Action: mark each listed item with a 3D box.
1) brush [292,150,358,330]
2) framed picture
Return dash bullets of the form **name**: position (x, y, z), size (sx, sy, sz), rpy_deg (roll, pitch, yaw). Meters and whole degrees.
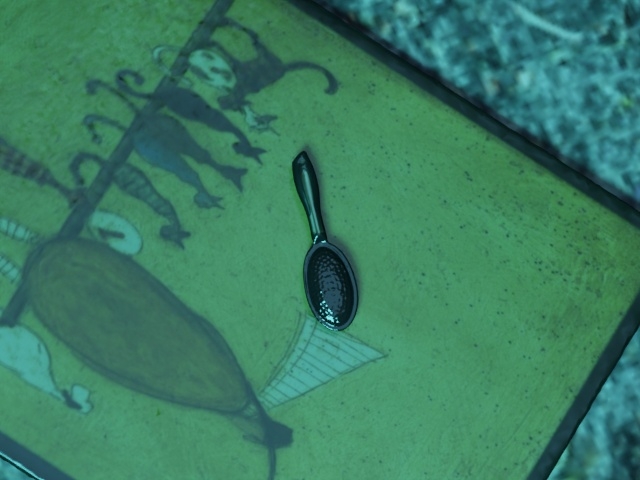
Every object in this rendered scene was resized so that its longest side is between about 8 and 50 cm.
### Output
- **brush**: position (0.000, 0.000, 0.832), size (0.024, 0.008, 0.083), rpy_deg (-11, 80, -5)
- **framed picture**: position (-0.038, 0.014, 0.836), size (0.338, 0.014, 0.255), rpy_deg (33, 77, 1)
